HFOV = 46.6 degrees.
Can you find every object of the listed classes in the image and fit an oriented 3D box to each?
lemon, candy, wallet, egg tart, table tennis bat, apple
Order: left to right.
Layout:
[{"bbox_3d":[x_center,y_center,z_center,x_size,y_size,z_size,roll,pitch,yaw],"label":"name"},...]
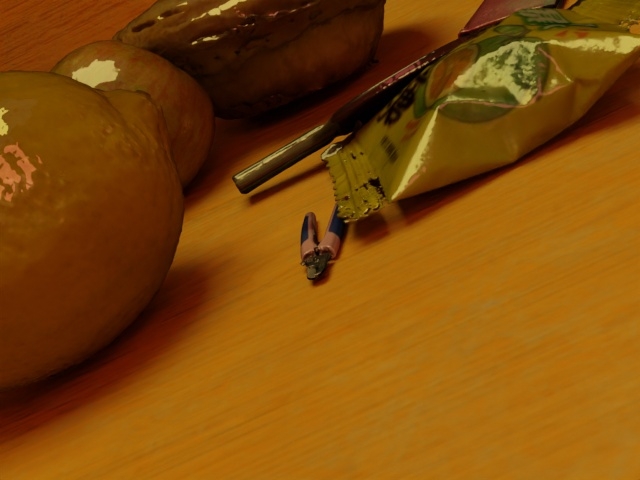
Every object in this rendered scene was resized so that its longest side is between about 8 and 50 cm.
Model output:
[{"bbox_3d":[-0.235,-0.005,0.561,0.263,0.236,0.236,-16,25,7],"label":"lemon"},{"bbox_3d":[-0.222,-0.121,0.831,0.196,0.196,0.196,-22,24,10],"label":"apple"},{"bbox_3d":[-0.064,-0.281,0.996,0.443,0.178,0.443,-18,19,6],"label":"egg tart"},{"bbox_3d":[0.035,-0.121,0.723,0.274,0.021,0.154,-30,-1,6],"label":"table tennis bat"},{"bbox_3d":[0.135,-0.117,0.604,0.297,0.081,0.187,-33,22,10],"label":"candy"},{"bbox_3d":[0.257,-0.311,0.935,0.119,0.025,0.232,-9,29,34],"label":"wallet"}]

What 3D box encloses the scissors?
[{"bbox_3d":[0.000,0.000,0.575,0.039,0.012,0.113,-19,24,15],"label":"scissors"}]
